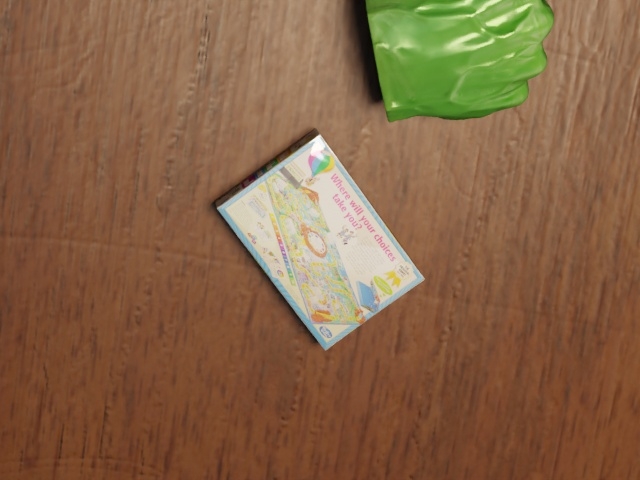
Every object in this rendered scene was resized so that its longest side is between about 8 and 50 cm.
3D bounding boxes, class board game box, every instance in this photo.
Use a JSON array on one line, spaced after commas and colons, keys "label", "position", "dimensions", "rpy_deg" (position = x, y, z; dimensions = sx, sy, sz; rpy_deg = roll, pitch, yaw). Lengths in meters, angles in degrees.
[{"label": "board game box", "position": [0.000, 0.000, 1.438], "dimensions": [0.103, 0.026, 0.154], "rpy_deg": [-35, 107, 3]}]

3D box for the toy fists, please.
[{"label": "toy fists", "position": [0.099, -0.228, 1.355], "dimensions": [0.142, 0.096, 0.279], "rpy_deg": [-9, 108, 5]}]
